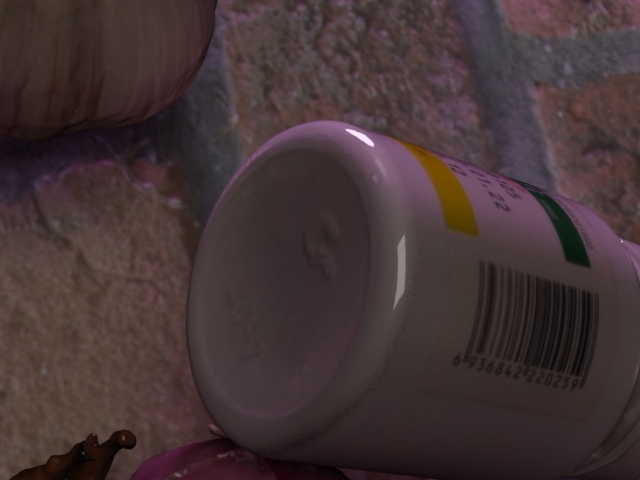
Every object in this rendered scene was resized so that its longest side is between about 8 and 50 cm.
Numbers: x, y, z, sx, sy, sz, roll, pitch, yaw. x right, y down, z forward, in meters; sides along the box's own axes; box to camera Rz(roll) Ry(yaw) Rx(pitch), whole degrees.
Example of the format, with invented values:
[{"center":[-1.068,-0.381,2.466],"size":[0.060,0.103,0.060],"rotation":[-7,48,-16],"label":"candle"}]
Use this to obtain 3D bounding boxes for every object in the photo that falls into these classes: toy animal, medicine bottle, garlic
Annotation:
[{"center":[-0.207,0.251,0.911],"size":[0.066,0.229,0.224],"rotation":[32,31,-26],"label":"toy animal"},{"center":[0.101,0.058,0.911],"size":[0.339,0.208,0.208],"rotation":[15,64,-39],"label":"medicine bottle"},{"center":[-0.217,-0.215,1.012],"size":[0.317,0.259,0.317],"rotation":[16,47,-18],"label":"garlic"}]

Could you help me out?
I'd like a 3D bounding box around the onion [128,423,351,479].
[{"center":[-0.035,0.232,0.885],"size":[0.200,0.200,0.207],"rotation":[7,93,-6],"label":"onion"}]
